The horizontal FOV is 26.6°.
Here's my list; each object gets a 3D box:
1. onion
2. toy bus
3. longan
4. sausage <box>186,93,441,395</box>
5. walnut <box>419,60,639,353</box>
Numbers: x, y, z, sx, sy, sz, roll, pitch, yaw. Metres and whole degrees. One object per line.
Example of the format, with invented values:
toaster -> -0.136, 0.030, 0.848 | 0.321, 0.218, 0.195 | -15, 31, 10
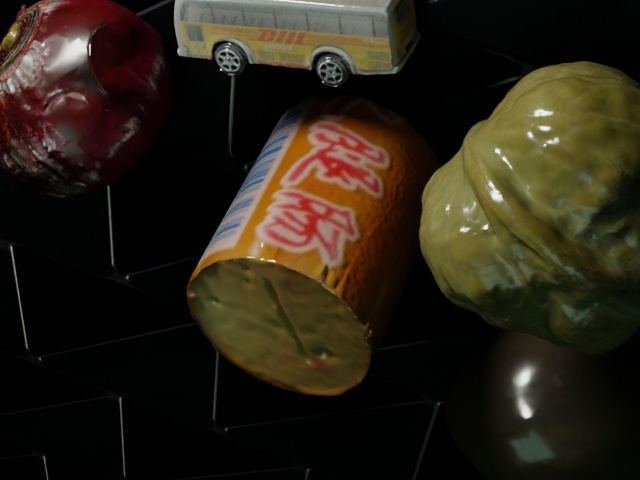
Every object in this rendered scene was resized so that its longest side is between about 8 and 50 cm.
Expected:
onion -> -0.285, -0.162, 1.613 | 0.216, 0.207, 0.206 | 40, 145, -28
toy bus -> -0.031, -0.238, 1.461 | 0.268, 0.092, 0.106 | 9, 132, 22
longan -> 0.306, 0.203, 1.696 | 0.300, 0.300, 0.243 | 13, 102, 16
sausage -> 0.000, 0.000, 1.571 | 0.233, 0.287, 0.233 | 15, 138, 14
walnut -> 0.260, -0.029, 1.404 | 0.276, 0.253, 0.282 | 32, 143, -12
